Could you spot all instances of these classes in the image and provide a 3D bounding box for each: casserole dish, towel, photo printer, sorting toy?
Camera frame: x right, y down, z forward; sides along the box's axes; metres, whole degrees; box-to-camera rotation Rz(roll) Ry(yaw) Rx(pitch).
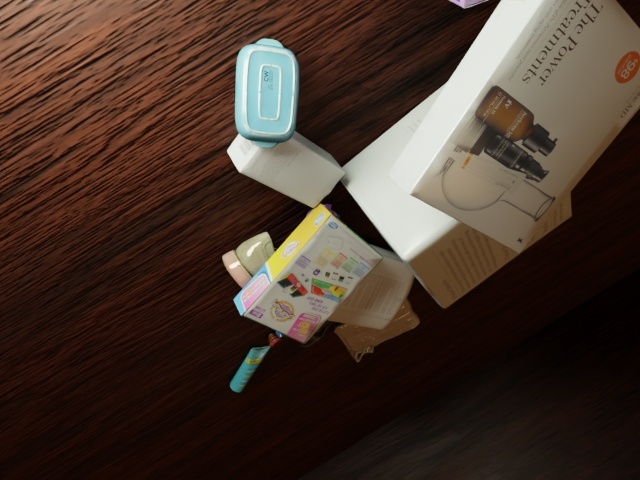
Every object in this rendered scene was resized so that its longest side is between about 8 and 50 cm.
[{"bbox_3d":[-0.092,-0.260,0.747,0.114,0.037,0.188,1,101,-17],"label":"casserole dish"},{"bbox_3d":[0.197,0.293,1.480,0.282,0.049,0.187,-26,131,9],"label":"towel"},{"bbox_3d":[0.147,0.141,1.289,0.308,0.107,0.256,17,102,-35],"label":"photo printer"},{"bbox_3d":[-0.137,0.312,1.412,0.102,0.042,0.061,-38,159,-12],"label":"sorting toy"}]

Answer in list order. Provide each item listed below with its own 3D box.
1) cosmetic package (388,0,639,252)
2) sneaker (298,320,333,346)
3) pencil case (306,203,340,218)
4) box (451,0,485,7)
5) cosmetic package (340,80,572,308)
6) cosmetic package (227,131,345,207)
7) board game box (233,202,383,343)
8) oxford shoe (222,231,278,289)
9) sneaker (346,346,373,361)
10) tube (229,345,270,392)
[{"bbox_3d":[0.335,-0.192,0.692,0.284,0.097,0.377,21,111,-28],"label":"cosmetic package"},{"bbox_3d":[-0.015,0.255,1.391,0.227,0.087,0.130,-45,138,12],"label":"sneaker"},{"bbox_3d":[0.000,0.000,1.131,0.086,0.088,0.206,12,135,6],"label":"pencil case"},{"bbox_3d":[0.200,-0.509,0.604,0.117,0.213,0.243,-25,142,-9],"label":"box"},{"bbox_3d":[0.323,-0.112,1.025,0.394,0.327,0.329,-38,141,7],"label":"cosmetic package"},{"bbox_3d":[-0.067,-0.167,0.901,0.117,0.085,0.231,-46,141,17],"label":"cosmetic package"},{"bbox_3d":[-0.023,0.094,1.052,0.316,0.064,0.242,-48,132,5],"label":"board game box"},{"bbox_3d":[-0.098,0.122,1.151,0.146,0.140,0.397,-38,143,-1],"label":"oxford shoe"},{"bbox_3d":[0.192,0.399,1.675,0.080,0.094,0.212,10,126,-38],"label":"sneaker"},{"bbox_3d":[-0.250,0.442,1.470,0.080,0.052,0.207,3,125,-50],"label":"tube"}]
